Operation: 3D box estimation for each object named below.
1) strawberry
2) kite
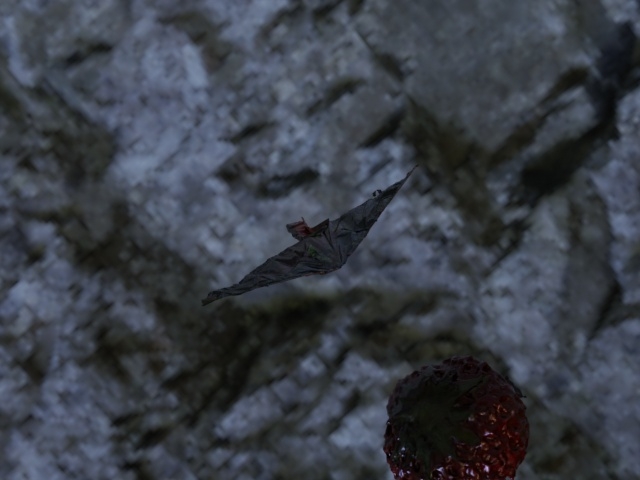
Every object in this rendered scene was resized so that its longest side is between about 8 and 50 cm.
[{"bbox_3d":[0.116,0.171,1.238,0.145,0.086,0.145,-13,-116,28],"label":"strawberry"},{"bbox_3d":[0.000,0.000,1.197,0.232,0.009,0.189,-30,-163,-7],"label":"kite"}]
